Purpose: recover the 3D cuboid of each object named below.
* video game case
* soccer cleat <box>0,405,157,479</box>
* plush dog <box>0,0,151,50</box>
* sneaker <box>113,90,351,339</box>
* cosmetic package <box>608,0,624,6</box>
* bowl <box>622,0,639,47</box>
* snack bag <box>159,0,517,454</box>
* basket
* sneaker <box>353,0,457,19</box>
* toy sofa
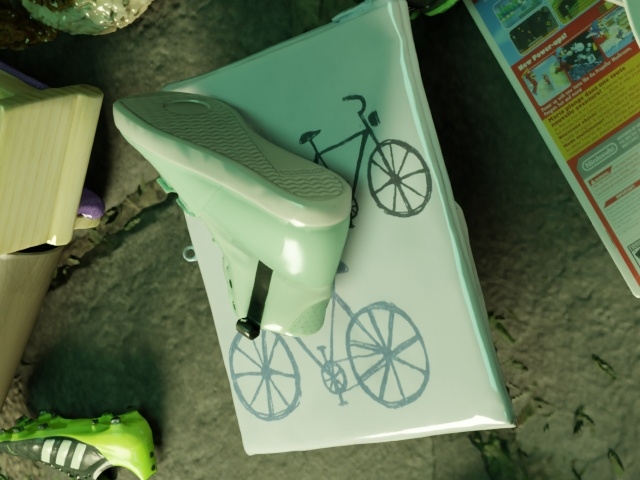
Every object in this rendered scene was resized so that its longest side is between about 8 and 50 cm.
[{"bbox_3d":[0.243,-0.129,1.250,0.204,0.025,0.285,-35,77,32],"label":"video game case"},{"bbox_3d":[-0.229,0.195,1.586,0.179,0.060,0.072,-6,106,33],"label":"soccer cleat"},{"bbox_3d":[-0.225,-0.281,1.462,0.262,0.210,0.225,-22,102,15],"label":"plush dog"},{"bbox_3d":[-0.085,-0.018,1.363,0.256,0.094,0.151,33,127,38],"label":"sneaker"},{"bbox_3d":[0.147,-0.297,1.145,0.138,0.224,0.225,29,103,38],"label":"cosmetic package"},{"bbox_3d":[0.350,-0.194,1.090,0.297,0.134,0.298,11,114,26],"label":"bowl"},{"bbox_3d":[0.000,0.000,1.373,0.323,0.037,0.343,-15,90,49],"label":"snack bag"},{"bbox_3d":[-0.344,0.065,1.591,0.204,0.154,0.227,32,116,32],"label":"basket"},{"bbox_3d":[-0.022,-0.385,1.268,0.185,0.202,0.483,-19,96,33],"label":"sneaker"},{"bbox_3d":[-0.355,-0.131,1.545,0.362,0.177,0.150,28,115,28],"label":"toy sofa"}]
